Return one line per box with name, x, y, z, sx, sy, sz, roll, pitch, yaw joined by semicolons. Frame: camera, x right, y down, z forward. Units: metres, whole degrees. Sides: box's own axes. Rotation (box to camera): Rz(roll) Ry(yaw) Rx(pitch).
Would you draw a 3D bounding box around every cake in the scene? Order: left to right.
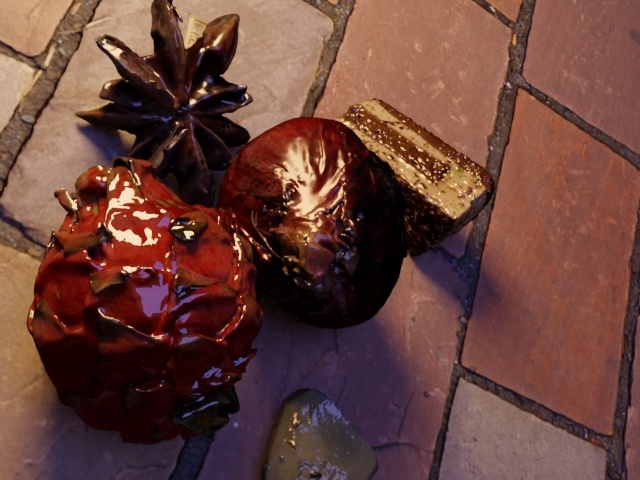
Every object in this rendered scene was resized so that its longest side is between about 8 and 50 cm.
cake;0.138;-0.114;1.124;0.112;0.135;0.246;-33;91;-33

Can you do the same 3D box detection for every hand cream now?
hand cream;-0.167;-0.245;1.054;0.061;0.039;0.143;21;55;-13

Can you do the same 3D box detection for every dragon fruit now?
dragon fruit;-0.176;0.062;0.813;0.245;0.244;0.298;-8;91;-32

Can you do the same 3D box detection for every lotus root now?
lotus root;-0.005;0.272;0.945;0.143;0.070;0.144;44;58;-10

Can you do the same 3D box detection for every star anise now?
star anise;-0.176;-0.159;0.948;0.213;0.129;0.282;-20;119;-23

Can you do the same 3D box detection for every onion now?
onion;-0.005;-0.007;0.952;0.221;0.281;0.280;-25;86;-4
